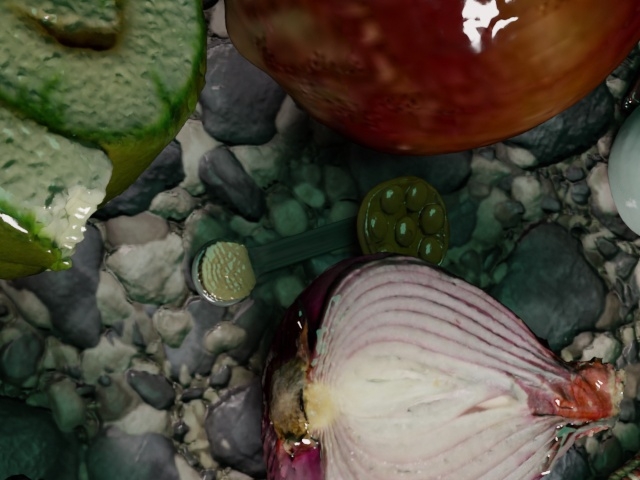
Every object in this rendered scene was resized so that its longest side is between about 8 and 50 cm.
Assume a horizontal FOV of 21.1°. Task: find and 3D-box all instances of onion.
[{"bbox_3d":[0.092,0.151,1.518,0.348,0.159,0.267,5,83,-31],"label":"onion"}]

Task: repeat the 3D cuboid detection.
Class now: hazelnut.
[{"bbox_3d":[0.101,-0.280,1.556,0.421,0.353,0.421,-3,99,-17],"label":"hazelnut"}]

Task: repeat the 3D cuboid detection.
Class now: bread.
[{"bbox_3d":[0.078,-0.008,1.617,0.110,0.024,0.110,-1,91,-33],"label":"bread"},{"bbox_3d":[-0.257,-0.147,1.410,0.366,0.129,0.382,2,62,-37],"label":"bread"}]

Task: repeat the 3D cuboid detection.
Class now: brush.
[{"bbox_3d":[0.000,0.000,1.591,0.266,0.027,0.062,-18,95,-29],"label":"brush"}]

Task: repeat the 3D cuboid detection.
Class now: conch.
[{"bbox_3d":[0.405,-0.083,1.749,0.221,0.121,0.185,-19,62,-13],"label":"conch"}]

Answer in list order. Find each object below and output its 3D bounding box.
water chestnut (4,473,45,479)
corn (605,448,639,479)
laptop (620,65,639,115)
[{"bbox_3d":[-0.203,0.315,1.258,0.300,0.300,0.300,8,71,-23],"label":"water chestnut"},{"bbox_3d":[0.314,0.236,1.640,0.237,0.079,0.079,-26,86,-27],"label":"corn"},{"bbox_3d":[0.427,-0.138,1.840,0.207,0.026,0.154,37,61,-11],"label":"laptop"}]
